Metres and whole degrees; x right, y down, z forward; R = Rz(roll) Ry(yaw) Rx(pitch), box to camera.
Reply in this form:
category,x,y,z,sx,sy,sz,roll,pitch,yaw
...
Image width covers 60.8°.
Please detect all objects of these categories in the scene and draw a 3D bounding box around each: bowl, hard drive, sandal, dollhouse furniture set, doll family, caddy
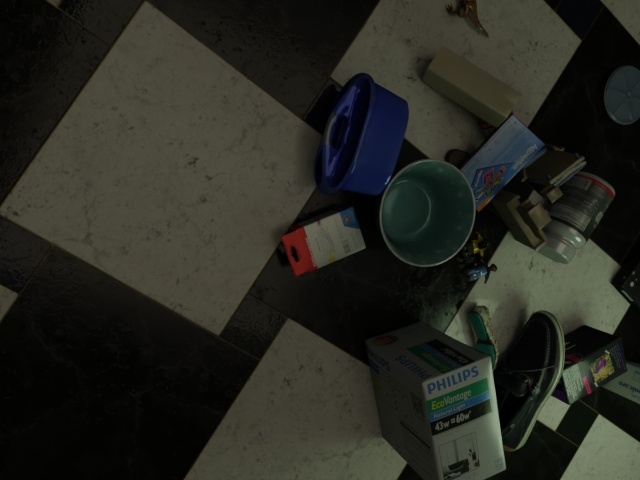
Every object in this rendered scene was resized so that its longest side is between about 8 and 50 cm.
category,x,y,z,sx,sy,sz,roll,pitch,yaw
bowl,0.283,-0.087,1.627,0.312,0.163,0.311,-3,99,-20
hard drive,1.265,0.101,2.052,0.237,0.064,0.339,39,85,-20
sandal,0.502,-0.237,1.736,0.219,0.060,0.090,18,92,-21
dollhouse furniture set,0.740,-0.138,1.714,0.303,0.286,0.198,-39,109,2
doll family,0.509,0.047,1.777,0.111,0.076,0.192,-16,108,-21
caddy,0.091,-0.280,1.492,0.179,0.241,0.341,15,92,-25

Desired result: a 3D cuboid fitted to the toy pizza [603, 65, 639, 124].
category,x,y,z,sx,sy,sz,roll,pitch,yaw
toy pizza,1.063,-0.507,1.909,0.201,0.032,0.201,-3,98,-20

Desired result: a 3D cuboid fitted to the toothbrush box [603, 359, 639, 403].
category,x,y,z,sx,sy,sz,roll,pitch,yaw
toothbrush box,1.241,0.543,2.027,0.296,0.216,0.126,14,93,-19

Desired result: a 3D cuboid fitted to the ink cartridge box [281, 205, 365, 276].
category,x,y,z,sx,sy,sz,roll,pitch,yaw
ink cartridge box,0.000,0.000,1.585,0.231,0.078,0.134,-22,104,-15

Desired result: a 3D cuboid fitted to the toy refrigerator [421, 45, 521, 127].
category,x,y,z,sx,sy,sz,roll,pitch,yaw
toy refrigerator,0.443,-0.454,1.608,0.270,0.102,0.094,33,87,4

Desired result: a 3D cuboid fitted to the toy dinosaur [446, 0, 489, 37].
category,x,y,z,sx,sy,sz,roll,pitch,yaw
toy dinosaur,0.450,-0.702,1.649,0.112,0.064,0.211,-29,106,-15

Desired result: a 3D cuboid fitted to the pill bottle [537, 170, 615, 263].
category,x,y,z,sx,sy,sz,roll,pitch,yaw
pill bottle,0.837,-0.074,1.824,0.161,0.161,0.283,34,86,-20

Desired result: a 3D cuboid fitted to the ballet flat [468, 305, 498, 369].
category,x,y,z,sx,sy,sz,roll,pitch,yaw
ballet flat,0.558,0.325,1.830,0.077,0.091,0.240,-27,111,-37

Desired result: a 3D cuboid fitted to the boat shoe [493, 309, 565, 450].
category,x,y,z,sx,sy,sz,roll,pitch,yaw
boat shoe,0.668,0.471,1.836,0.156,0.187,0.500,17,97,-27

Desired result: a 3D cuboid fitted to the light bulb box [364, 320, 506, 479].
category,x,y,z,sx,sy,sz,roll,pitch,yaw
light bulb box,0.330,0.478,1.622,0.225,0.358,0.360,-16,104,-19

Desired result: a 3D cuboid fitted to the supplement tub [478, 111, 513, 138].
category,x,y,z,sx,sy,sz,roll,pitch,yaw
supplement tub,0.566,-0.356,1.717,0.106,0.106,0.197,-36,108,-11

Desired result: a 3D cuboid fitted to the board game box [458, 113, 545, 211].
category,x,y,z,sx,sy,sz,roll,pitch,yaw
board game box,0.538,-0.238,1.690,0.145,0.027,0.281,39,106,-11

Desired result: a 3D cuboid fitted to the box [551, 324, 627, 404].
category,x,y,z,sx,sy,sz,roll,pitch,yaw
box,0.903,0.430,1.918,0.270,0.165,0.143,-23,105,-15
